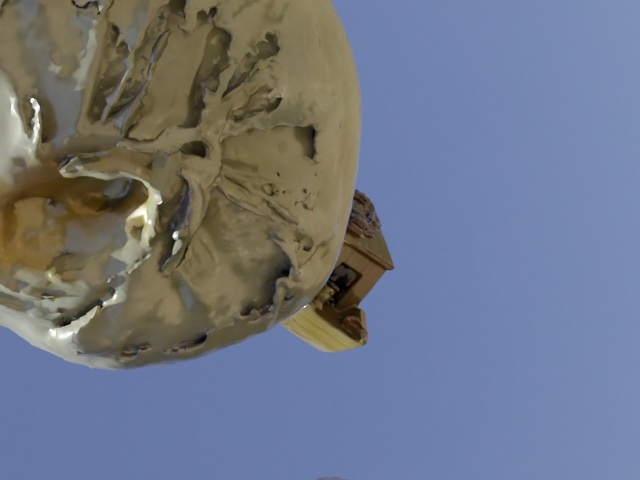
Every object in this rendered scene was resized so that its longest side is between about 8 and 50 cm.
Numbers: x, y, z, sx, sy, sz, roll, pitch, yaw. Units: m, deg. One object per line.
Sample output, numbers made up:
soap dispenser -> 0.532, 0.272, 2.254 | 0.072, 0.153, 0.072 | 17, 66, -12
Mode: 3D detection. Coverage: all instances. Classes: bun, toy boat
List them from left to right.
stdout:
bun -> -0.109, -0.055, 0.950 | 0.146, 0.287, 0.287 | -99, -13, -66
toy boat -> 0.000, 0.000, 1.157 | 0.057, 0.077, 0.200 | 32, -163, -22

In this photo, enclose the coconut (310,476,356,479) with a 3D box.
coconut -> -0.021, 0.301, 1.137 | 0.281, 0.328, 0.328 | 47, -147, -7
